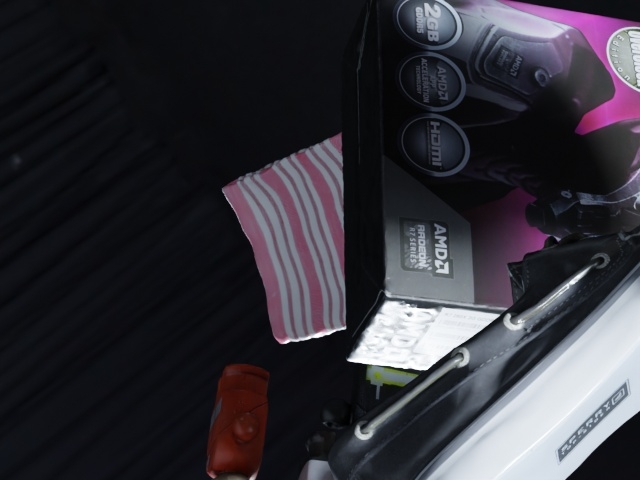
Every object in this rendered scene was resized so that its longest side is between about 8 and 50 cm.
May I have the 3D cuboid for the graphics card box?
[{"bbox_3d":[0.199,-0.024,0.981,0.371,0.233,0.094,7,-31,-11],"label":"graphics card box"}]

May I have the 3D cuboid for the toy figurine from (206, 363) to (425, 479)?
[{"bbox_3d":[0.026,0.185,1.199,0.213,0.148,0.209,-14,-36,27],"label":"toy figurine"}]

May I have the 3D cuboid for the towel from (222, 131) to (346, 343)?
[{"bbox_3d":[0.000,0.000,1.201,0.197,0.029,0.144,-20,-91,56],"label":"towel"}]

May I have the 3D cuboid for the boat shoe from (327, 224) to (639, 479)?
[{"bbox_3d":[0.097,0.036,0.623,0.076,0.228,0.080,41,-14,30],"label":"boat shoe"}]
